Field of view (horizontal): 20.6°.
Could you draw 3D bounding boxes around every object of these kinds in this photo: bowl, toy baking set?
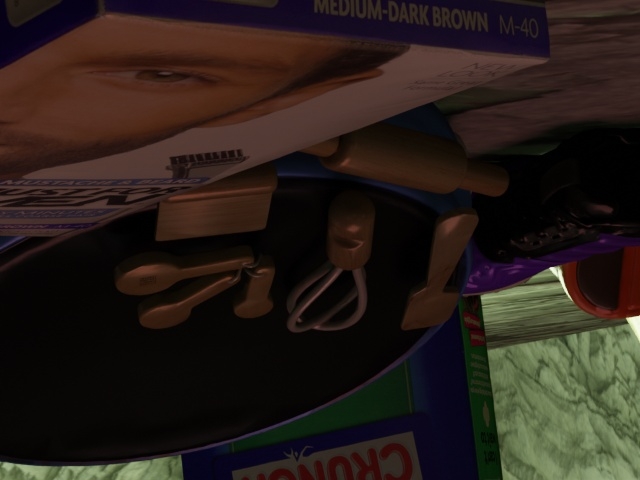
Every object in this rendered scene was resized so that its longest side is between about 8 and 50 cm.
[{"bbox_3d":[-0.089,0.031,1.087,0.391,0.077,0.391,-13,152,-7],"label":"bowl"},{"bbox_3d":[0.003,-0.004,0.967,0.256,0.030,0.197,7,146,-36],"label":"toy baking set"}]

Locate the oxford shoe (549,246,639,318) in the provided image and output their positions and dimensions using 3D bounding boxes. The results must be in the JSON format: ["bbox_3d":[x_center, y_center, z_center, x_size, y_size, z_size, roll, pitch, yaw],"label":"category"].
[{"bbox_3d":[0.360,-0.036,1.498,0.364,0.130,0.133,-10,-158,-9],"label":"oxford shoe"}]

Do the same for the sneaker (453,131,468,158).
[{"bbox_3d":[0.015,-0.010,1.288,0.169,0.108,0.292,-1,170,-16],"label":"sneaker"}]

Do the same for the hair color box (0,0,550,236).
[{"bbox_3d":[-0.098,-0.079,0.680,0.185,0.110,0.339,0,168,-38],"label":"hair color box"}]

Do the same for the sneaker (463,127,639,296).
[{"bbox_3d":[0.181,-0.033,1.344,0.293,0.102,0.146,-14,167,15],"label":"sneaker"}]

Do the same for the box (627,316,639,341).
[{"bbox_3d":[0.307,0.029,1.579,0.087,0.058,0.232,-7,-153,-5],"label":"box"}]

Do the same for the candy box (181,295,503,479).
[{"bbox_3d":[0.011,0.130,1.533,0.268,0.317,0.122,-10,172,18],"label":"candy box"}]
